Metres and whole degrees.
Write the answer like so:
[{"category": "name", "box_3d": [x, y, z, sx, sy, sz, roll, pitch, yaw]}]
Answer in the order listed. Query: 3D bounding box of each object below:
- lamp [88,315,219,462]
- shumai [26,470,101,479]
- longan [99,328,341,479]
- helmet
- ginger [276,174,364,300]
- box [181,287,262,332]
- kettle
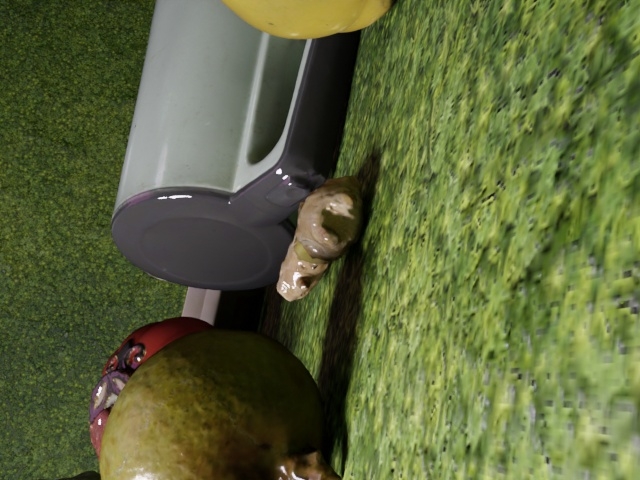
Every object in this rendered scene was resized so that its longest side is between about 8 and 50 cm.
[{"category": "lamp", "box_3d": [-0.182, 0.206, 0.934, 0.227, 0.227, 0.226, -167, 90, -82]}, {"category": "shumai", "box_3d": [-0.135, 0.320, 0.708, 0.263, 0.304, 0.309, -34, -31, -47]}, {"category": "longan", "box_3d": [-0.060, 0.137, 0.490, 0.176, 0.145, 0.154, 6, 110, 43]}, {"category": "helmet", "box_3d": [0.003, -0.241, 0.629, 0.205, 0.140, 0.257, -45, 24, 1]}, {"category": "ginger", "box_3d": [0.001, -0.003, 0.599, 0.173, 0.051, 0.069, 109, 177, -68]}, {"category": "box", "box_3d": [-0.166, 0.136, 1.257, 0.201, 0.058, 0.140, 18, -95, -76]}, {"category": "kettle", "box_3d": [-0.082, -0.163, 0.925, 0.361, 0.250, 0.376, -26, 47, 42]}]
